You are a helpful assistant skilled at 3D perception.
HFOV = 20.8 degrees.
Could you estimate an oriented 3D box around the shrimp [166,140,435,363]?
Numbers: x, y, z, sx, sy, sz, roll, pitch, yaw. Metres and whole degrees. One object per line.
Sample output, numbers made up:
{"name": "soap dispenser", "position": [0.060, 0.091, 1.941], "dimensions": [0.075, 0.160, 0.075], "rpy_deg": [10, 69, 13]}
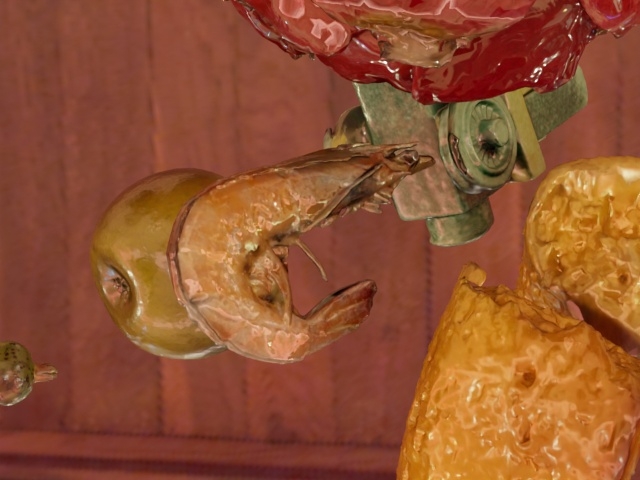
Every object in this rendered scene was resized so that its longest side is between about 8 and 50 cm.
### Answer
{"name": "shrimp", "position": [-0.001, 0.000, 1.288], "dimensions": [0.251, 0.052, 0.143], "rpy_deg": [-26, 92, -26]}

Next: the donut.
{"name": "donut", "position": [0.175, 0.141, 1.365], "dimensions": [0.163, 0.435, 0.377], "rpy_deg": [21, 116, 13]}

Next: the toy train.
{"name": "toy train", "position": [0.094, -0.202, 1.500], "dimensions": [0.160, 0.253, 0.397], "rpy_deg": [-7, 109, 40]}

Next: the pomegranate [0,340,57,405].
{"name": "pomegranate", "position": [-0.346, 0.155, 1.972], "dimensions": [0.084, 0.073, 0.073], "rpy_deg": [26, 104, 0]}

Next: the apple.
{"name": "apple", "position": [-0.141, 0.023, 1.746], "dimensions": [0.196, 0.157, 0.196], "rpy_deg": [31, 131, 45]}

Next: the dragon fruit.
{"name": "dragon fruit", "position": [0.059, -0.232, 0.939], "dimensions": [0.329, 0.329, 0.329], "rpy_deg": [2, 98, 17]}
